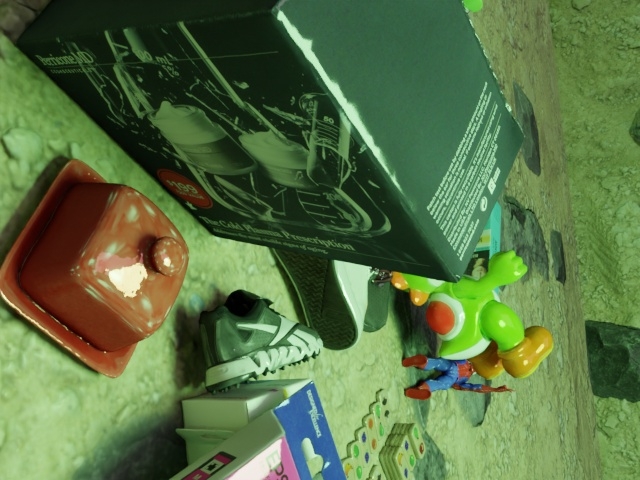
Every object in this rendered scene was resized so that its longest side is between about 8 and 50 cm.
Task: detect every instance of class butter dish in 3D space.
[{"bbox_3d":[-0.174,0.020,0.616,0.160,0.118,0.160,52,41,-38],"label":"butter dish"}]

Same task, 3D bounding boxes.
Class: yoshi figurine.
[{"bbox_3d":[0.242,0.061,1.192,0.362,0.203,0.203,47,15,-10],"label":"yoshi figurine"}]

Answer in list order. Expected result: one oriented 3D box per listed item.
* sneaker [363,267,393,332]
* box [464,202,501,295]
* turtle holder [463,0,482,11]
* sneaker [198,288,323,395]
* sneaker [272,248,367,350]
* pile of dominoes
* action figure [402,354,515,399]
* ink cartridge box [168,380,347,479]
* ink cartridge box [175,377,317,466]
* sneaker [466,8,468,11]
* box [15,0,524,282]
[{"bbox_3d":[0.101,-0.002,1.038,0.106,0.162,0.282,-19,98,-59],"label":"sneaker"},{"bbox_3d":[0.328,0.023,1.474,0.060,0.100,0.244,44,46,-44],"label":"box"},{"bbox_3d":[0.100,-0.472,1.135,0.320,0.243,0.228,11,51,-29],"label":"turtle holder"},{"bbox_3d":[-0.067,0.106,0.810,0.234,0.078,0.106,0,70,-65],"label":"sneaker"},{"bbox_3d":[0.000,0.000,0.947,0.123,0.105,0.290,-57,138,-61],"label":"sneaker"},{"bbox_3d":[0.099,0.373,1.052,0.251,0.040,0.196,-47,122,-54],"label":"pile of dominoes"},{"bbox_3d":[0.272,0.248,1.291,0.280,0.139,0.092,12,72,-60],"label":"action figure"},{"bbox_3d":[-0.096,0.295,0.614,0.371,0.069,0.176,-29,108,-39],"label":"ink cartridge box"},{"bbox_3d":[-0.080,0.208,0.748,0.143,0.092,0.090,-2,84,-58],"label":"ink cartridge box"},{"bbox_3d":[0.226,-0.484,1.382,0.152,0.114,0.305,38,13,0],"label":"sneaker"},{"bbox_3d":[-0.040,-0.138,0.637,0.312,0.343,0.179,50,61,-41],"label":"box"}]
